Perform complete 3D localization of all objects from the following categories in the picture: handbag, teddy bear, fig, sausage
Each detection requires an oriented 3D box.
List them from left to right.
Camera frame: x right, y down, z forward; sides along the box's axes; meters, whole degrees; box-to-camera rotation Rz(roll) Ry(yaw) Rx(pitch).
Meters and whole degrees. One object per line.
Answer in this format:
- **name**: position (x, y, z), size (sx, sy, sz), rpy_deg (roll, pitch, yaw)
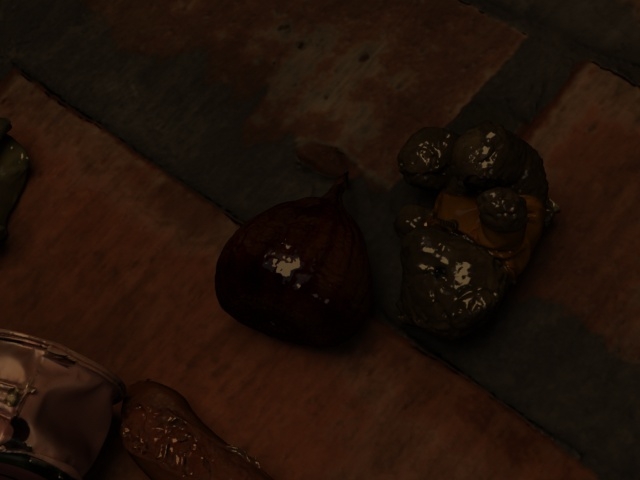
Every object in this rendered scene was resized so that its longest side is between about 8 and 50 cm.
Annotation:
- **handbag**: position (-0.277, 0.161, 1.261), size (0.205, 0.179, 0.116), rpy_deg (-27, 44, 55)
- **sausage**: position (-0.069, 0.221, 1.224), size (0.326, 0.087, 0.079), rpy_deg (34, 110, 29)
- **fig**: position (0.000, 0.000, 1.314), size (0.146, 0.134, 0.201), rpy_deg (25, 61, 17)
- **teddy bear**: position (0.132, -0.003, 1.279), size (0.177, 0.140, 0.190), rpy_deg (-3, 60, 65)

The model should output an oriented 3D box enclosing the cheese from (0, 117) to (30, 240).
- **cheese**: position (-0.388, -0.046, 1.471), size (0.175, 0.091, 0.202), rpy_deg (22, 69, 25)
